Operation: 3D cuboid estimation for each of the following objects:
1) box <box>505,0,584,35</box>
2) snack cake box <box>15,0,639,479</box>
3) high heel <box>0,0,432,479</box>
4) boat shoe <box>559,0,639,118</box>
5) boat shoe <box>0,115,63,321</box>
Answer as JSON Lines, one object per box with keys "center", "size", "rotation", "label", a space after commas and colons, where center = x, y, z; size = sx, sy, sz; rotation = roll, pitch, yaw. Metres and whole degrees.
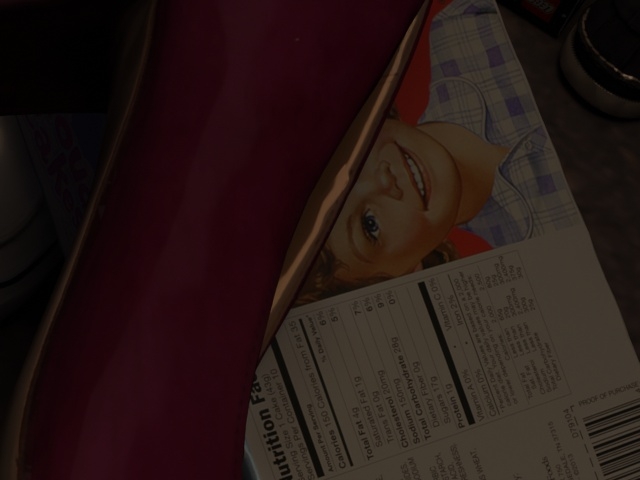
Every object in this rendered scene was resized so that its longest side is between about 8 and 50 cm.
{"center": [0.053, -0.213, 0.879], "size": [0.233, 0.044, 0.159], "rotation": [34, 51, 5], "label": "box"}
{"center": [0.000, 0.000, 0.631], "size": [0.152, 0.089, 0.264], "rotation": [-15, 80, -28], "label": "snack cake box"}
{"center": [-0.003, 0.044, 0.483], "size": [0.181, 0.127, 0.377], "rotation": [-5, 72, -18], "label": "high heel"}
{"center": [0.193, -0.121, 0.852], "size": [0.206, 0.065, 0.075], "rotation": [-31, 71, -35], "label": "boat shoe"}
{"center": [-0.113, -0.077, 0.698], "size": [0.083, 0.076, 0.226], "rotation": [14, 52, -10], "label": "boat shoe"}
